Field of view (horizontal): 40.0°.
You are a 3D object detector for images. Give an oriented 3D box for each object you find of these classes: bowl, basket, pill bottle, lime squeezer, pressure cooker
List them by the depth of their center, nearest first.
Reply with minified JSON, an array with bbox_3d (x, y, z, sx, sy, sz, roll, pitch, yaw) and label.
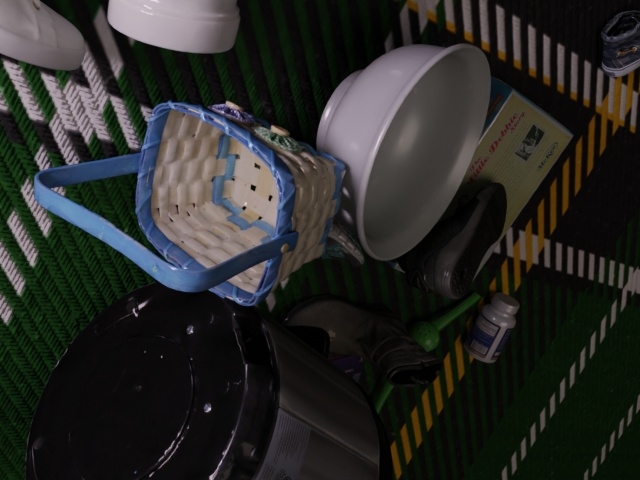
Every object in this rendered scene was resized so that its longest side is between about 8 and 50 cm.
[{"bbox_3d":[-0.118,-0.333,0.838,0.162,0.162,0.278,-6,124,-35],"label":"pill bottle"},{"bbox_3d":[-0.135,-0.044,0.983,0.289,0.255,0.201,-27,138,-47],"label":"basket"},{"bbox_3d":[-0.113,0.292,1.138,0.370,0.375,0.420,-42,136,7],"label":"pressure cooker"},{"bbox_3d":[0.088,-0.132,1.141,0.298,0.134,0.298,-41,147,-36],"label":"bowl"},{"bbox_3d":[0.160,0.199,1.541,0.310,0.059,0.110,-51,167,3],"label":"lime squeezer"},{"bbox_3d":[0.316,0.158,1.610,0.067,0.067,0.120,5,118,-40],"label":"pill bottle"}]

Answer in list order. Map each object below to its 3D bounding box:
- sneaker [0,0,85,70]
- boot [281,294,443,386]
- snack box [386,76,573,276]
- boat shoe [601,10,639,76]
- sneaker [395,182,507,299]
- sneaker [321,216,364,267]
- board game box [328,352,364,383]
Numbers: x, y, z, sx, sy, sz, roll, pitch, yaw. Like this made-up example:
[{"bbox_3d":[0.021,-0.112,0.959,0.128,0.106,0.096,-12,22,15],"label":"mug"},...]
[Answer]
[{"bbox_3d":[-0.312,-0.257,0.782,0.290,0.106,0.123,29,103,-45],"label":"sneaker"},{"bbox_3d":[0.070,0.161,1.350,0.246,0.161,0.083,3,118,-40],"label":"boot"},{"bbox_3d":[0.243,-0.076,1.383,0.187,0.060,0.322,23,105,-43],"label":"snack box"},{"bbox_3d":[0.527,-0.341,1.408,0.183,0.065,0.083,-36,137,-11],"label":"boat shoe"},{"bbox_3d":[0.188,-0.011,1.299,0.227,0.130,0.087,-53,134,-32],"label":"sneaker"},{"bbox_3d":[0.000,0.000,1.263,0.076,0.065,0.166,-37,135,13],"label":"sneaker"},{"bbox_3d":[-0.018,0.240,1.423,0.170,0.048,0.141,-8,126,-34],"label":"board game box"}]
